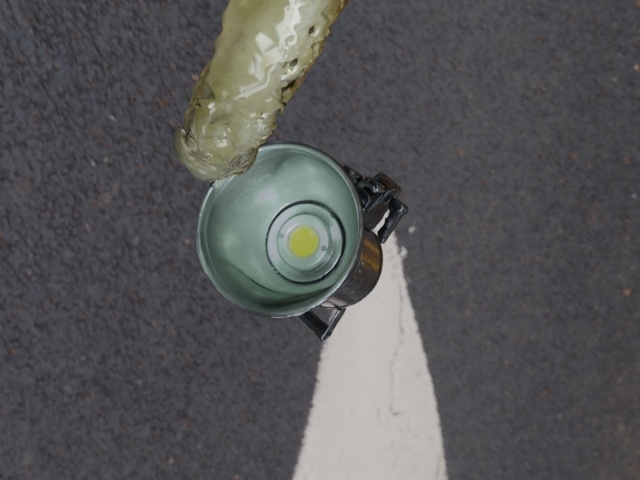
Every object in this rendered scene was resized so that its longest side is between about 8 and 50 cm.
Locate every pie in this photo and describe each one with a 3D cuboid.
[{"bbox_3d":[-0.003,-0.154,0.553,0.055,0.274,0.274,28,109,-7],"label":"pie"}]

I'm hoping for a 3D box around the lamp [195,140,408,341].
[{"bbox_3d":[0.000,0.000,0.961,0.172,0.147,0.227,-51,162,4],"label":"lamp"}]

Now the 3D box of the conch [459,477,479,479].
[{"bbox_3d":[0.090,0.205,0.518,0.386,0.203,0.170,1,81,-42],"label":"conch"}]
